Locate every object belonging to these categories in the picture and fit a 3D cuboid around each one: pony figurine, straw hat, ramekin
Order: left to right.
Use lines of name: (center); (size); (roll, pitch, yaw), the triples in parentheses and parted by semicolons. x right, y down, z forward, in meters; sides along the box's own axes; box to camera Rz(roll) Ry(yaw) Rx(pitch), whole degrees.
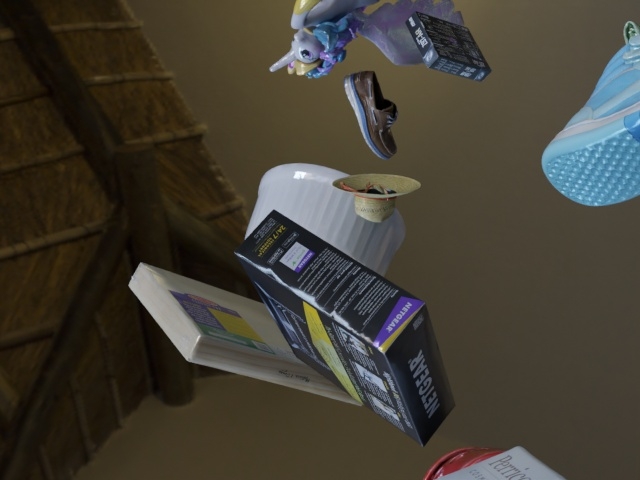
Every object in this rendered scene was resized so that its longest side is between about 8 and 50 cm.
ramekin: (0.000, 0.000, 1.621); (0.277, 0.277, 0.135); (45, -125, -40)
pony figurine: (0.066, -0.435, 1.579); (0.351, 0.303, 0.363); (-28, -16, -10)
straw hat: (0.087, -0.062, 1.474); (0.144, 0.144, 0.061); (-14, -68, -41)

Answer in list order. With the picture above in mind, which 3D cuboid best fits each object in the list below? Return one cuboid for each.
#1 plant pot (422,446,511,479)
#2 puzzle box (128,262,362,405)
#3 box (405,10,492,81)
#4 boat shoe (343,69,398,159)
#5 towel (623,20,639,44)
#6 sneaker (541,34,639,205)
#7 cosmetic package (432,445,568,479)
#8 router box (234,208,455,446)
plant pot: (0.237, 0.393, 1.342); (0.191, 0.174, 0.191); (1, -95, -12)
puzzle box: (-0.124, 0.172, 1.667); (0.409, 0.272, 0.052); (23, -79, -39)
box: (0.135, -0.204, 0.968); (0.083, 0.018, 0.067); (5, -128, -39)
boat shoe: (0.109, -0.236, 1.738); (0.183, 0.066, 0.066); (60, -146, -26)
towel: (0.522, -0.128, 1.229); (0.325, 0.038, 0.248); (22, -131, -39)
sneaker: (0.392, -0.159, 0.961); (0.127, 0.319, 0.208); (47, -119, -21)
cosmetic package: (0.127, 0.458, 0.934); (0.393, 0.329, 0.327); (-19, -88, -6)
router box: (0.040, 0.120, 1.193); (0.081, 0.243, 0.309); (-48, -31, -16)
